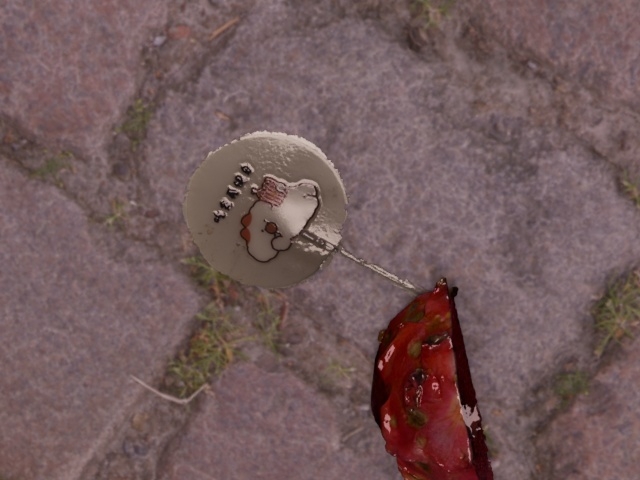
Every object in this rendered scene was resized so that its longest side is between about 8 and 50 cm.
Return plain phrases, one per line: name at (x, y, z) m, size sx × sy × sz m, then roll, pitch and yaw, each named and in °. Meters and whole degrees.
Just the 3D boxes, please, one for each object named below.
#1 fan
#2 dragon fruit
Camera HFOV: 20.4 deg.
fan at (0.000, 0.000, 2.016) m, size 0.329 × 0.009 × 0.191 m, roll 30°, pitch 108°, yaw -7°
dragon fruit at (0.117, 0.192, 1.997) m, size 0.126 × 0.161 × 0.274 m, roll -11°, pitch 111°, yaw 5°
